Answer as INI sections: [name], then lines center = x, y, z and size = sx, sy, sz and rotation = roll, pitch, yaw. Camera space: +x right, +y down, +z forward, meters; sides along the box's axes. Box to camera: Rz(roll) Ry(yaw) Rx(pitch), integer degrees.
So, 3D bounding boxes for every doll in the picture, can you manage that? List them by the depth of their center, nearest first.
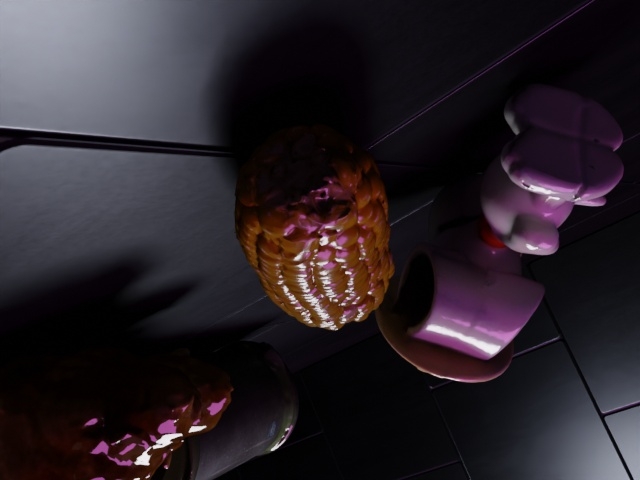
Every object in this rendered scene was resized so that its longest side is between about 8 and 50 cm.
[doll]
center = 0.130, 0.011, 0.570
size = 0.143, 0.208, 0.271
rotation = 15, 170, -2

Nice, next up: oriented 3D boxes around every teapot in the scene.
[teapot]
center = -0.183, 0.278, 1.003
size = 0.271, 0.200, 0.337
rotation = -64, 158, 11

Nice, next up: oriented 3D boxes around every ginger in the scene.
[ginger]
center = -0.229, 0.199, 0.663
size = 0.274, 0.153, 0.357
rotation = 0, 149, -31

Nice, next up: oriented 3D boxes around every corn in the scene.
[corn]
center = -0.002, 0.004, 0.472
size = 0.101, 0.102, 0.313
rotation = -24, 166, 2
